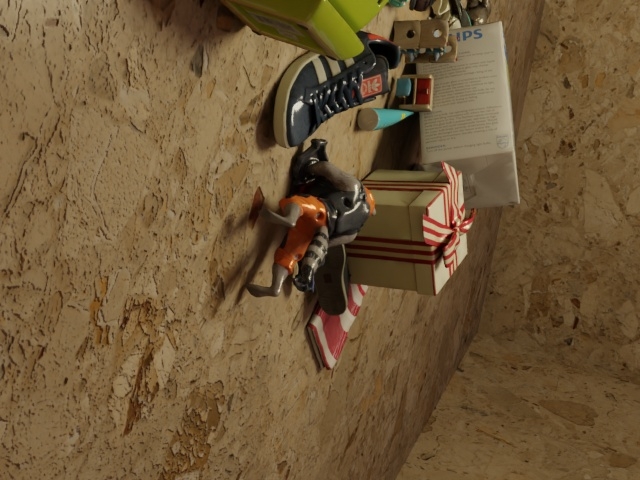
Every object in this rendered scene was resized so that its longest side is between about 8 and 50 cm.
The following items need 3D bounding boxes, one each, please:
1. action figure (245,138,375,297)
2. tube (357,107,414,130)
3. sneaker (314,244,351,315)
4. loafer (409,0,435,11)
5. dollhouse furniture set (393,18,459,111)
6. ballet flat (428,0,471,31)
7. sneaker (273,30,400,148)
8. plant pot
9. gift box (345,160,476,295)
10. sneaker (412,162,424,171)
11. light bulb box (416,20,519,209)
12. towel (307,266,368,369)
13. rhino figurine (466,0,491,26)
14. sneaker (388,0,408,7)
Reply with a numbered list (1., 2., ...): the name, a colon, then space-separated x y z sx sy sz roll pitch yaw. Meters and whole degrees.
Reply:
1. action figure: 0.000 0.000 1.550 0.330 0.179 0.341 -38 138 -44
2. tube: 0.148 -0.284 1.877 0.207 0.080 0.052 -20 96 -63
3. sneaker: 0.022 0.046 1.801 0.118 0.083 0.222 -77 165 -59
4. loafer: 0.278 -0.623 1.843 0.109 0.095 0.302 107 3 -53
5. dollhouse furniture set: 0.245 -0.406 1.886 0.129 0.129 0.183 13 80 -70
6. ballet flat: 0.317 -0.594 2.060 0.096 0.095 0.280 -55 144 -21
7. sneaker: 0.040 -0.282 1.469 0.131 0.148 0.350 85 29 -45
8. plant pot: -0.022 -0.391 1.129 0.207 0.228 0.227 -67 160 1
9. gift box: 0.207 -0.039 1.878 0.255 0.258 0.276 -48 136 -48
10. sneaker: 0.256 -0.092 2.275 0.105 0.147 0.295 36 35 -32
11. light bulb box: 0.386 -0.307 2.094 0.358 0.225 0.360 52 35 -65
12. towel: 0.063 0.137 2.007 0.329 0.037 0.237 -62 156 -28
13. rhino figurine: 0.442 -0.626 2.374 0.243 0.073 0.106 -66 156 -16
14. sneaker: 0.181 -0.588 1.760 0.076 0.065 0.166 -40 148 -83
